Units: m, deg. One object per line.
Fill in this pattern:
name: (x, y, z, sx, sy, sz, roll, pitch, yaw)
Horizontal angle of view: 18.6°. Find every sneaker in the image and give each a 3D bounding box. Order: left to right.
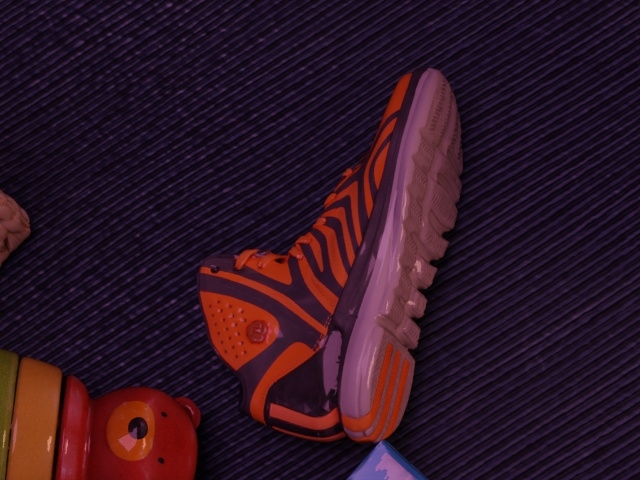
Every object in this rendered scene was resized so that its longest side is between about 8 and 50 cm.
sneaker: (0.000, 0.000, 1.574, 0.180, 0.124, 0.321, 6, 66, 25)

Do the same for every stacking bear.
stacking bear: (-0.239, 0.159, 1.544, 0.289, 0.164, 0.175, 7, 59, -7)

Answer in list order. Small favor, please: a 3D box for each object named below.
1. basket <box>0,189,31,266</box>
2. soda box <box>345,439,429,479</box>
basket: (-0.474, -0.053, 1.627, 0.328, 0.331, 0.266, 36, 81, 26)
soda box: (0.003, 0.253, 1.496, 0.067, 0.071, 0.210, 42, 86, 9)
